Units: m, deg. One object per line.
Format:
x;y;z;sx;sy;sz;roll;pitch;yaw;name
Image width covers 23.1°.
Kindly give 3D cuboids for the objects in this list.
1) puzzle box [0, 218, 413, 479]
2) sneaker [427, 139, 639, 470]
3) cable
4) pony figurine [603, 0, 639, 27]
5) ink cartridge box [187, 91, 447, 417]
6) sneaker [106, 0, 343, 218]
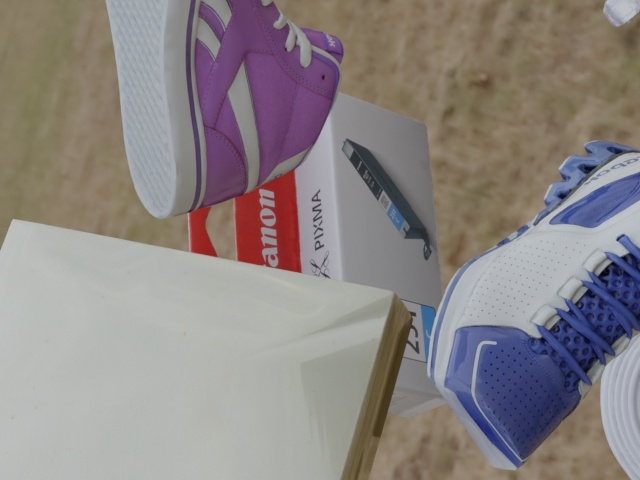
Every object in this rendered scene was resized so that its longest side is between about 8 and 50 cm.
-0.128;0.200;0.920;0.052;0.272;0.409;51;-127;-62;puzzle box
0.226;0.022;1.191;0.182;0.127;0.315;-11;33;53;sneaker
0.436;0.181;1.747;0.257;0.257;0.089;-55;-18;14;cable
0.473;-0.232;1.400;0.351;0.363;0.303;-46;59;5;pony figurine
0.000;0.000;1.455;0.066;0.261;0.296;-27;58;43;ink cartridge box
-0.061;-0.165;1.093;0.102;0.161;0.282;40;138;46;sneaker
